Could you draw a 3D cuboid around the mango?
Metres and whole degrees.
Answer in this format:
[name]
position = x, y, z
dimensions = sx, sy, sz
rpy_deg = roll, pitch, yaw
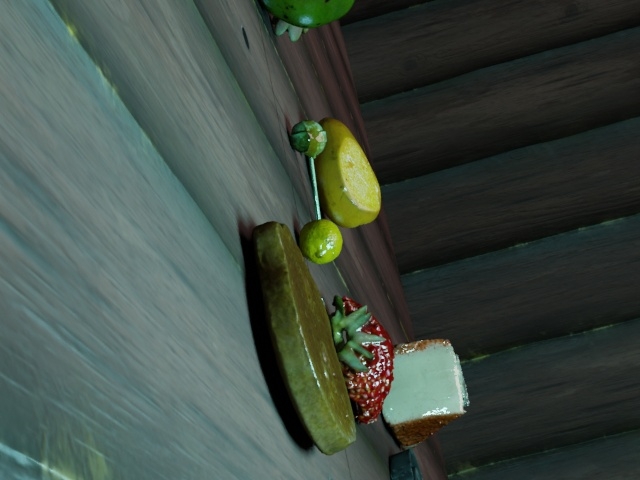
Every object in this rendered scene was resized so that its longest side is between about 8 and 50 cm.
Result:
[mango]
position = 0.031, -0.119, 2.058
dimensions = 0.141, 0.102, 0.217
rpy_deg = 21, 48, -53

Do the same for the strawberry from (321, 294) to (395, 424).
[strawberry]
position = 0.069, 0.173, 1.759
dimensions = 0.208, 0.087, 0.167
rpy_deg = 66, 9, -61

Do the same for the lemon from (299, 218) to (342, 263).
[lemon]
position = 0.000, 0.000, 1.667
dimensions = 0.083, 0.062, 0.062
rpy_deg = -94, 167, -59

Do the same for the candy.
[candy]
position = -0.011, -0.091, 1.892
dimensions = 0.061, 0.061, 0.203
rpy_deg = -37, 120, -83

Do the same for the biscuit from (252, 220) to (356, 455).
[biscuit]
position = -0.021, 0.109, 1.304
dimensions = 0.273, 0.049, 0.257
rpy_deg = 66, 8, -61

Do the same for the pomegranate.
[pomegranate]
position = -0.029, -0.426, 1.990
dimensions = 0.225, 0.187, 0.187
rpy_deg = 112, -30, -58

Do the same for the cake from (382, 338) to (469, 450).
[cake]
position = 0.144, 0.308, 2.253
dimensions = 0.262, 0.159, 0.158
rpy_deg = 127, -42, -52

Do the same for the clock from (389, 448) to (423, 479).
[clock]
position = 0.167, 0.476, 2.091
dimensions = 0.215, 0.041, 0.215
rpy_deg = -15, 90, -83
